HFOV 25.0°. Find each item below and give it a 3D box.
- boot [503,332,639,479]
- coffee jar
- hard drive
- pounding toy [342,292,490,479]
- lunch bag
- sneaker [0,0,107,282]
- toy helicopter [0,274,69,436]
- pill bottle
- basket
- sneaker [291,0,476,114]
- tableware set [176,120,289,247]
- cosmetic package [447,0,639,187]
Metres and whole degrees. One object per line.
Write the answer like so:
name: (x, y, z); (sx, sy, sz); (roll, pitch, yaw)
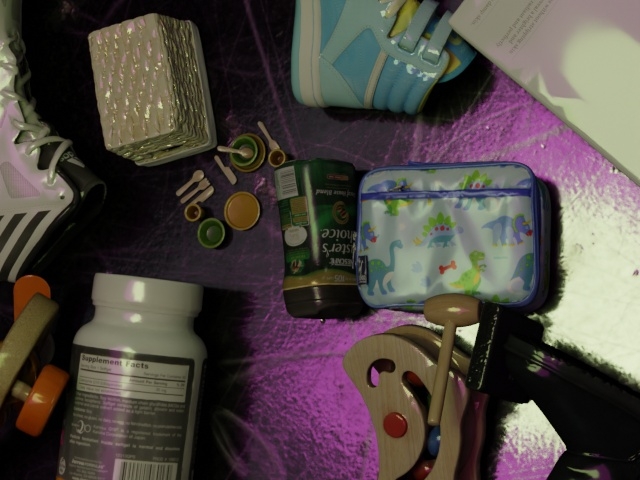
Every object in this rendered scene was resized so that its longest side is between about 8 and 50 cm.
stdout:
boot: (0.261, 0.237, 1.524); (0.246, 0.094, 0.207); (29, 94, -9)
coffee jar: (0.000, 0.000, 1.678); (0.079, 0.096, 0.184); (-10, 81, 41)
hard drive: (0.201, 0.124, 1.564); (0.022, 0.135, 0.094); (11, 83, 29)
pounding toy: (0.088, 0.181, 1.572); (0.154, 0.155, 0.269); (11, 101, 28)
lunch bag: (0.148, -0.005, 1.629); (0.219, 0.090, 0.176); (1, 82, 20)
sneaker: (-0.369, -0.159, 1.825); (0.257, 0.169, 0.447); (14, 98, 13)
toy helicopter: (-0.400, 0.199, 1.767); (0.140, 0.235, 0.355); (26, 125, -6)
pill bottle: (-0.220, 0.183, 1.712); (0.162, 0.162, 0.278); (5, 86, 21)
basket: (-0.208, -0.187, 1.774); (0.113, 0.103, 0.167); (-14, 81, 20)
sneaker: (0.080, -0.285, 1.623); (0.208, 0.127, 0.319); (13, 126, 16)
tableware set: (-0.105, -0.066, 1.765); (0.154, 0.024, 0.104); (-38, 73, 13)
cosmetic package: (0.353, -0.186, 1.523); (0.385, 0.156, 0.217); (45, 105, 16)
